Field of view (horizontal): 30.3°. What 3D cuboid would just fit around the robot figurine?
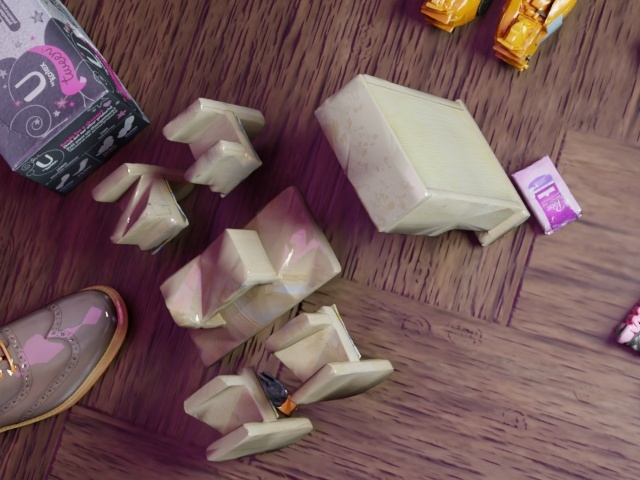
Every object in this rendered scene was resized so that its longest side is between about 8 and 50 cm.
[{"bbox_3d":[0.257,-0.363,1.424,0.211,0.085,0.291,30,88,17],"label":"robot figurine"}]

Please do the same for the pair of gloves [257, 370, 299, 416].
[{"bbox_3d":[-0.075,0.205,1.438,0.074,0.010,0.083,38,90,18],"label":"pair of gloves"}]

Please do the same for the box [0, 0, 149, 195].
[{"bbox_3d":[-0.368,-0.210,1.526,0.163,0.142,0.247,-40,73,5],"label":"box"}]

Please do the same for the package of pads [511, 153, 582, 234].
[{"bbox_3d":[0.266,-0.054,1.389,0.050,0.032,0.083,-31,73,10],"label":"package of pads"}]

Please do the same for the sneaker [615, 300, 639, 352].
[{"bbox_3d":[0.388,0.080,1.330,0.057,0.047,0.119,39,95,3],"label":"sneaker"}]

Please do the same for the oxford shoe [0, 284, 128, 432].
[{"bbox_3d":[-0.401,0.173,1.464,0.364,0.133,0.130,-35,72,5],"label":"oxford shoe"}]

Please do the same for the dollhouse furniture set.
[{"bbox_3d":[0.000,0.000,1.384,0.394,0.256,0.362,-37,69,26],"label":"dollhouse furniture set"}]
